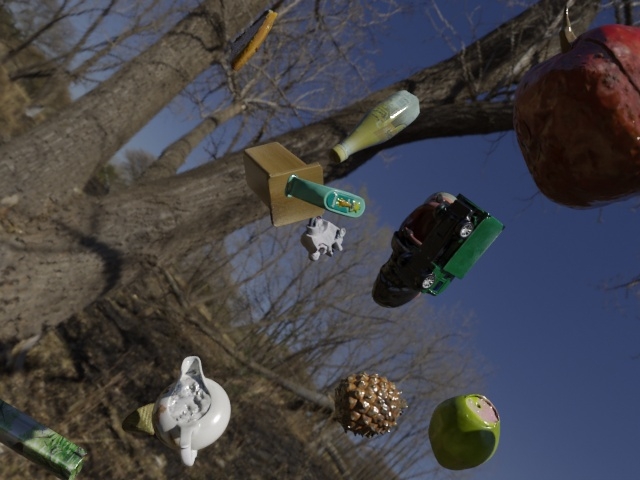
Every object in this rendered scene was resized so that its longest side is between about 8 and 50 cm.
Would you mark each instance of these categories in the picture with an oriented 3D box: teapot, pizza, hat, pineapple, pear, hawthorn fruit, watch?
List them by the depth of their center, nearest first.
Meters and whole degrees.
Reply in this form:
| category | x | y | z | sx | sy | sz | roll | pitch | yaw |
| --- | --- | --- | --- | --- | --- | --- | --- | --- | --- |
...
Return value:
| category | x | y | z | sx | sy | sz | roll | pitch | yaw |
| --- | --- | --- | --- | --- | --- | --- | --- | --- | --- |
| hawthorn fruit | 0.407 | -0.173 | 0.786 | 0.262 | 0.258 | 0.258 | 33 | -8 | -24 |
| pineapple | 0.135 | 0.420 | 1.371 | 0.166 | 0.193 | 0.166 | -176 | -90 | -75 |
| pizza | -0.194 | -0.497 | 1.375 | 0.036 | 0.184 | 0.176 | 37 | -20 | -30 |
| teapot | -0.340 | 0.457 | 1.415 | 0.298 | 0.205 | 0.139 | -109 | -160 | -48 |
| pear | 0.385 | 0.532 | 1.480 | 0.187 | 0.188 | 0.219 | 46 | -57 | 24 |
| watch | 0.016 | -0.124 | 1.501 | 0.237 | 0.068 | 0.195 | 12 | 10 | -36 |
| hat | -0.522 | 0.566 | 1.639 | 0.067 | 0.146 | 0.146 | 50 | -15 | 34 |

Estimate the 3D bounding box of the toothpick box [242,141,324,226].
| category | x | y | z | sx | sy | sz | roll | pitch | yaw |
| --- | --- | --- | --- | --- | --- | --- | --- | --- | --- |
| toothpick box | -0.139 | -0.208 | 1.831 | 0.308 | 0.190 | 0.187 | 46 | -32 | 51 |

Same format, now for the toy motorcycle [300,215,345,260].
| category | x | y | z | sx | sy | sz | roll | pitch | yaw |
| --- | --- | --- | --- | --- | --- | --- | --- | --- | --- |
| toy motorcycle | 0.000 | 0.000 | 2.047 | 0.110 | 0.170 | 0.260 | 24 | -7 | 30 |

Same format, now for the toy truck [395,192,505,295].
| category | x | y | z | sx | sy | sz | roll | pitch | yaw |
| --- | --- | --- | --- | --- | --- | --- | --- | --- | --- |
| toy truck | 0.178 | 0.010 | 0.764 | 0.079 | 0.147 | 0.065 | 28 | 14 | -40 |

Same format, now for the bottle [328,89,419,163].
| category | x | y | z | sx | sy | sz | roll | pitch | yaw |
| --- | --- | --- | --- | --- | --- | --- | --- | --- | --- |
| bottle | 0.121 | -0.254 | 1.228 | 0.083 | 0.270 | 0.083 | 37 | -29 | 25 |

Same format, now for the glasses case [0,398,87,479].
| category | x | y | z | sx | sy | sz | roll | pitch | yaw |
| --- | --- | --- | --- | --- | --- | --- | --- | --- | --- |
| glasses case | -0.688 | 0.470 | 1.263 | 0.272 | 0.062 | 0.095 | 31 | -53 | 0 |

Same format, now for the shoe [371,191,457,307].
| category | x | y | z | sx | sy | sz | roll | pitch | yaw |
| --- | --- | --- | --- | --- | --- | --- | --- | --- | --- |
| shoe | 0.206 | 0.028 | 1.159 | 0.114 | 0.290 | 0.137 | 31 | 12 | 16 |
